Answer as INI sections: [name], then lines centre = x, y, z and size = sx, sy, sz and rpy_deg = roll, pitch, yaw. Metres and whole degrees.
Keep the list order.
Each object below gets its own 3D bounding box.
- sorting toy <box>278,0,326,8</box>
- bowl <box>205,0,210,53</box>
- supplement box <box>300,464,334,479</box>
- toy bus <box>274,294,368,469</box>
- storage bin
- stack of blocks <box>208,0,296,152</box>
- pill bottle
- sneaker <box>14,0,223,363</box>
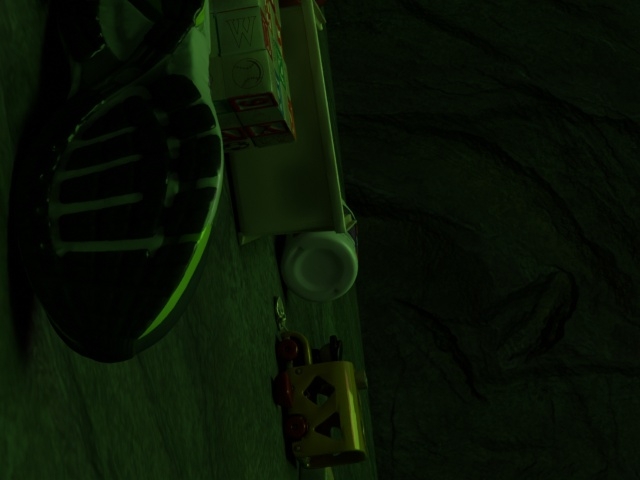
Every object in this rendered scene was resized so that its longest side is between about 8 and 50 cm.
[sorting toy]
centre = -0.075, -0.318, 1.605
size = 0.365, 0.127, 0.126
rpy_deg = -39, 150, -81
[bowl]
centre = -0.125, -0.207, 0.950
size = 0.142, 0.053, 0.142
rpy_deg = 75, 9, -62
[supplement box]
centre = -0.004, 0.321, 1.506
size = 0.098, 0.036, 0.062
rpy_deg = -89, 169, -60
[toy bus]
centre = 0.007, 0.188, 1.466
size = 0.191, 0.104, 0.202
rpy_deg = -88, 169, -65
[storage bin]
centre = -0.039, -0.136, 1.389
size = 0.260, 0.123, 0.262
rpy_deg = -36, 117, -84
[stack of blocks]
centre = -0.095, -0.254, 1.159
size = 0.171, 0.087, 0.297
rpy_deg = 57, 25, -78
[pill bottle]
centre = 0.000, 0.000, 1.672
size = 0.193, 0.108, 0.108
rpy_deg = -87, 167, -65
[sneaker]
centre = -0.100, -0.042, 0.678
size = 0.300, 0.111, 0.121
rpy_deg = -90, 175, -46
